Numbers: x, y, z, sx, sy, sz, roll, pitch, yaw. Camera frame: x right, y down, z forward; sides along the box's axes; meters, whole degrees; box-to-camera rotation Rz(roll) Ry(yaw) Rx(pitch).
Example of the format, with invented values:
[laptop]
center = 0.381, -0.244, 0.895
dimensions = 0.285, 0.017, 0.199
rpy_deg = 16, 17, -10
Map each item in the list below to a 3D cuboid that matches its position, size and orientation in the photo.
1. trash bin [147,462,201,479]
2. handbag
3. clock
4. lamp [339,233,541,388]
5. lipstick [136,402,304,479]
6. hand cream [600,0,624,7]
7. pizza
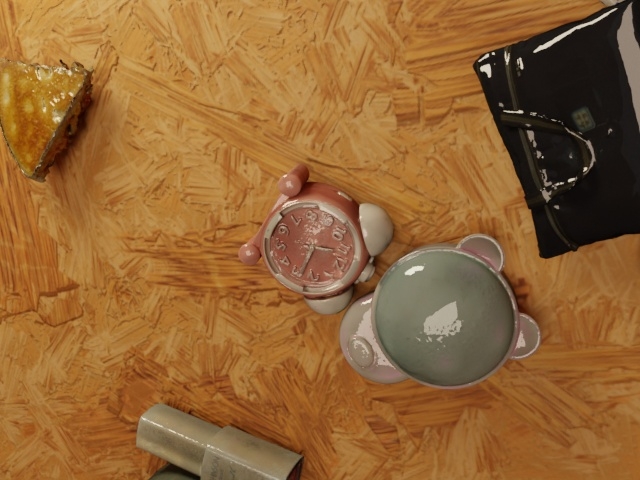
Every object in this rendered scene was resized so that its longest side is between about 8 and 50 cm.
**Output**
[trash bin]
center = -0.258, 0.508, 0.892
dimensions = 0.280, 0.432, 0.280
rpy_deg = 5, 104, 20
[handbag]
center = 0.288, -0.112, 0.702
dimensions = 0.211, 0.088, 0.254
rpy_deg = -18, 96, 43
[clock]
center = 0.000, 0.000, 0.861
dimensions = 0.162, 0.093, 0.166
rpy_deg = 33, 111, 2
[lamp]
center = 0.130, 0.103, 0.818
dimensions = 0.246, 0.108, 0.180
rpy_deg = -24, 89, 25
[lipstick]
center = -0.156, 0.324, 1.000
dimensions = 0.252, 0.077, 0.079
rpy_deg = 16, 108, 17
[hand cream]
center = 0.344, -0.231, 0.686
dimensions = 0.065, 0.043, 0.171
rpy_deg = -41, 83, 25
[pizza]
center = -0.397, -0.194, 0.985
dimensions = 0.193, 0.053, 0.201
rpy_deg = -12, 87, 25
